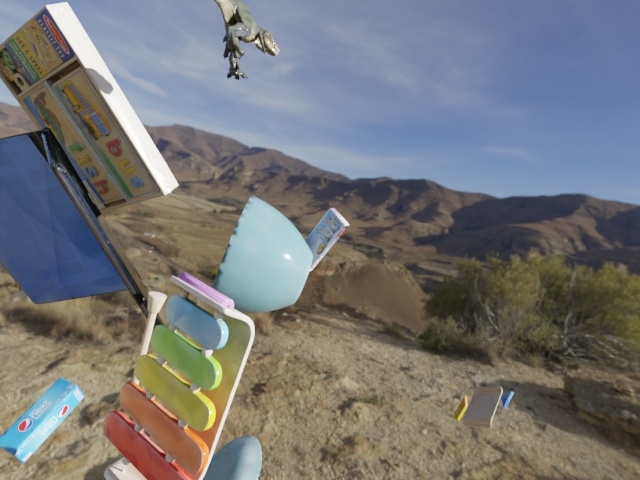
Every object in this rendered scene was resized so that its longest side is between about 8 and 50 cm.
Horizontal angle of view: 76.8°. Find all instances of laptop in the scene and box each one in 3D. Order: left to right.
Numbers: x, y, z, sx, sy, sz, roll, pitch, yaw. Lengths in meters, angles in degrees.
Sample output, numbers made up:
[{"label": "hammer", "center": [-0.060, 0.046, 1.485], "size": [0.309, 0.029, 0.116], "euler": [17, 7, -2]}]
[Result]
[{"label": "laptop", "center": [-0.504, 0.025, 0.740], "size": [0.236, 0.383, 0.407], "euler": [-30, 38, -21]}]

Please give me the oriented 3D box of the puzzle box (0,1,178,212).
[{"label": "puzzle box", "center": [-0.528, -0.262, 0.911], "size": [0.271, 0.409, 0.052], "euler": [-9, 30, 31]}]

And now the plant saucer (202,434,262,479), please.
[{"label": "plant saucer", "center": [-0.205, 0.494, 0.841], "size": [0.037, 0.195, 0.195], "euler": [48, -10, -23]}]

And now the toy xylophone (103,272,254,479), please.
[{"label": "toy xylophone", "center": [-0.216, 0.203, 0.577], "size": [0.236, 0.324, 0.081], "euler": [13, -1, 30]}]

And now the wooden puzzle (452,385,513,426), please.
[{"label": "wooden puzzle", "center": [0.286, 0.293, 0.712], "size": [0.014, 0.079, 0.116], "euler": [39, -25, -6]}]

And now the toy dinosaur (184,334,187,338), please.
[{"label": "toy dinosaur", "center": [-0.527, 0.461, 1.713], "size": [0.126, 0.201, 0.296], "euler": [-16, 7, 11]}]

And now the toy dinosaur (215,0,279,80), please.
[{"label": "toy dinosaur", "center": [-0.132, -0.333, 0.639], "size": [0.063, 0.119, 0.268], "euler": [3, -1, 11]}]

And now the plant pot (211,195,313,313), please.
[{"label": "plant pot", "center": [-0.132, 0.060, 1.002], "size": [0.195, 0.291, 0.290], "euler": [21, 4, -7]}]

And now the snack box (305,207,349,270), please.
[{"label": "snack box", "center": [0.000, 0.000, 1.057], "size": [0.064, 0.178, 0.022], "euler": [50, 31, 20]}]

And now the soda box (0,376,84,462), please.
[{"label": "soda box", "center": [-0.785, 0.501, 1.143], "size": [0.071, 0.067, 0.210], "euler": [17, 43, 16]}]
